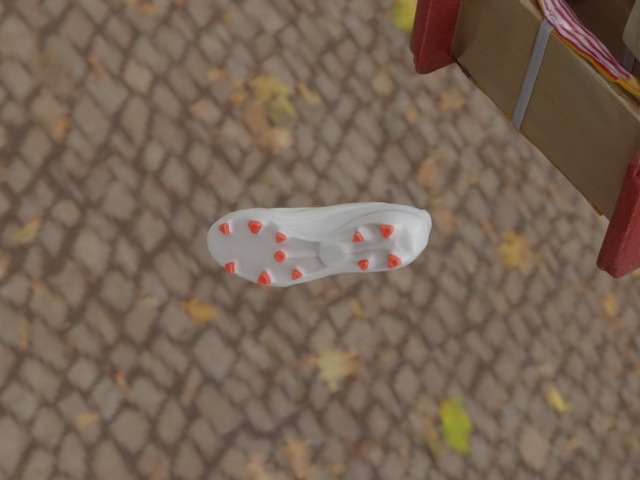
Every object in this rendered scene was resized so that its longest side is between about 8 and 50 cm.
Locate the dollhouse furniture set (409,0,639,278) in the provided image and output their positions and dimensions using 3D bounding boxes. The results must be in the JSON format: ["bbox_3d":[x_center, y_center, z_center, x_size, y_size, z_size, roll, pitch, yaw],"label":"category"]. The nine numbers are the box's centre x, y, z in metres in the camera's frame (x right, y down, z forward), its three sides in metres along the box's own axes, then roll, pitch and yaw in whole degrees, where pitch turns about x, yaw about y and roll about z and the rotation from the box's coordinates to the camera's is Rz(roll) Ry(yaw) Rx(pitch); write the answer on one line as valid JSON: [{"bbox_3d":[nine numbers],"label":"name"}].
[{"bbox_3d":[0.185,-0.174,0.973,0.152,0.374,0.201,-27,62,-23],"label":"dollhouse furniture set"}]

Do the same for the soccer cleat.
[{"bbox_3d":[0.000,0.000,1.570,0.076,0.196,0.068,-37,123,-62],"label":"soccer cleat"}]
